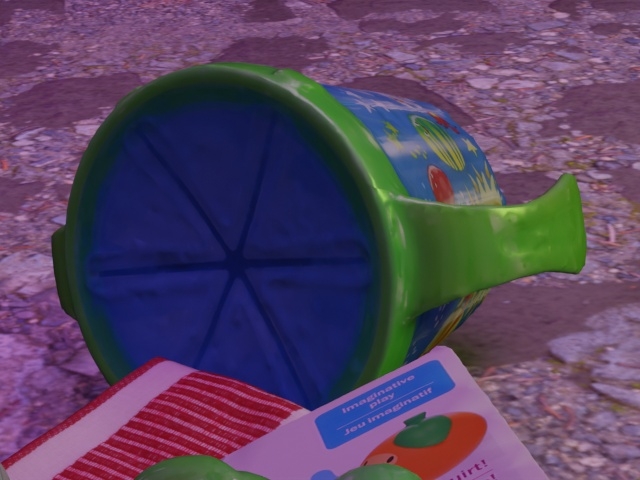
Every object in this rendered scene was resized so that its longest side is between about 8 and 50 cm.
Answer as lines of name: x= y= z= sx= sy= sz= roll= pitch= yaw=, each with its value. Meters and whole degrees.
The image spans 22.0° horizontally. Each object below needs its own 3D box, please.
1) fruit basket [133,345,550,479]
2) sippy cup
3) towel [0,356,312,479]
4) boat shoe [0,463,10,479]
fruit basket: x=-0.061 y=0.156 z=0.574 sx=0.327 sy=0.165 sz=0.353 roll=-28 pitch=22 yaw=-1
sippy cup: x=0.000 y=0.000 z=1.025 sx=0.305 sy=0.240 sz=0.224 roll=35 pitch=25 yaw=23
towel: x=-0.050 y=0.156 z=0.781 sx=0.329 sy=0.037 sz=0.237 roll=18 pitch=40 yaw=41
boat shoe: x=-0.236 y=0.169 z=0.746 sx=0.227 sy=0.081 sz=0.079 roll=-32 pitch=64 yaw=-5
